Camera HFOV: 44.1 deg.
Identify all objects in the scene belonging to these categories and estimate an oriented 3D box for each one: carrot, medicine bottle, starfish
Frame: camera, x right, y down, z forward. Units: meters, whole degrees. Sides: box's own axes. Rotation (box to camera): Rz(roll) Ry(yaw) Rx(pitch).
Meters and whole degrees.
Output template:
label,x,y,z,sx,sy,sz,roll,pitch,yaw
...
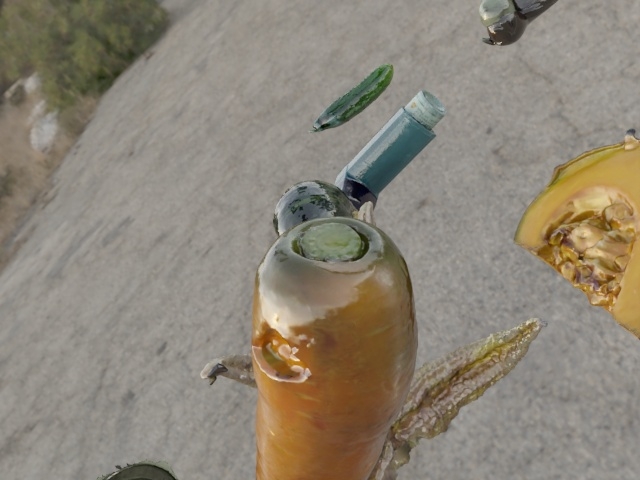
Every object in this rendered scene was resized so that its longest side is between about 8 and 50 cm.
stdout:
label,x,y,z,sx,sy,sz,roll,pitch,yaw
carrot,0.005,0.079,0.414,0.087,0.194,0.087,1,36,-1
medicine bottle,0.119,-0.151,1.419,0.258,0.079,0.124,-47,21,26
starfish,0.075,0.197,0.905,0.398,0.384,0.132,-40,19,-12

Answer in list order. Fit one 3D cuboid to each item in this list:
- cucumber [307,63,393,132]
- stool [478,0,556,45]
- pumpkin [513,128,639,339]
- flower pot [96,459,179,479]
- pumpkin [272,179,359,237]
label,x,y,z,sx,sy,sz,roll,pitch,yaw
cucumber,0.047,-0.198,1.141,0.155,0.037,0.037,-37,25,8
stool,0.322,-0.406,1.338,0.217,0.121,0.125,-40,6,-37
pumpkin,0.314,0.008,0.724,0.163,0.111,0.278,-52,26,10
flower pot,-0.204,0.476,1.170,0.259,0.290,0.290,-6,42,34
pumpkin,0.003,-0.002,1.068,0.125,0.167,0.167,-24,30,26
